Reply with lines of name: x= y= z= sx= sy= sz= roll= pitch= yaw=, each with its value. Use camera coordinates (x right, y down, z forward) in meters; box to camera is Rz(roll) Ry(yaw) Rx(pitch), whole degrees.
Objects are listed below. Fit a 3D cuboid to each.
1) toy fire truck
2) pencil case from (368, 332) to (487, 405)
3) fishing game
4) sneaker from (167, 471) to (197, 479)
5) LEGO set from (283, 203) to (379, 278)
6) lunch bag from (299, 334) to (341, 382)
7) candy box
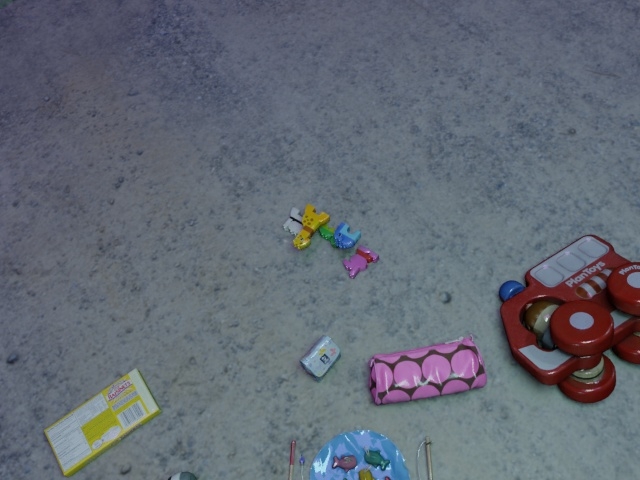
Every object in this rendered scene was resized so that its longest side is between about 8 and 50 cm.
toy fire truck: x=0.466 y=0.126 z=1.121 sx=0.302 sy=0.169 sz=0.254 roll=-30 pitch=37 yaw=-9
pencil case: x=0.190 y=0.236 z=1.124 sx=0.210 sy=0.095 sz=0.098 roll=-12 pitch=95 yaw=0
fishing game: x=0.066 y=0.422 z=1.067 sx=0.264 sy=0.041 sz=0.189 roll=-1 pitch=62 yaw=11
sneaker: x=-0.120 y=0.481 z=1.013 sx=0.178 sy=0.124 sz=0.295 roll=-33 pitch=69 yaw=-4
LEGO set: x=0.000 y=0.000 z=1.288 sx=0.227 sy=0.087 sz=0.093 roll=30 pitch=69 yaw=24
lunch bag: x=0.000 y=0.222 z=1.164 sx=0.053 sy=0.083 sz=0.071 roll=35 pitch=71 yaw=25
candy box: x=-0.420 y=0.350 z=1.191 sx=0.206 sy=0.027 sz=0.105 roll=-34 pitch=59 yaw=-11
